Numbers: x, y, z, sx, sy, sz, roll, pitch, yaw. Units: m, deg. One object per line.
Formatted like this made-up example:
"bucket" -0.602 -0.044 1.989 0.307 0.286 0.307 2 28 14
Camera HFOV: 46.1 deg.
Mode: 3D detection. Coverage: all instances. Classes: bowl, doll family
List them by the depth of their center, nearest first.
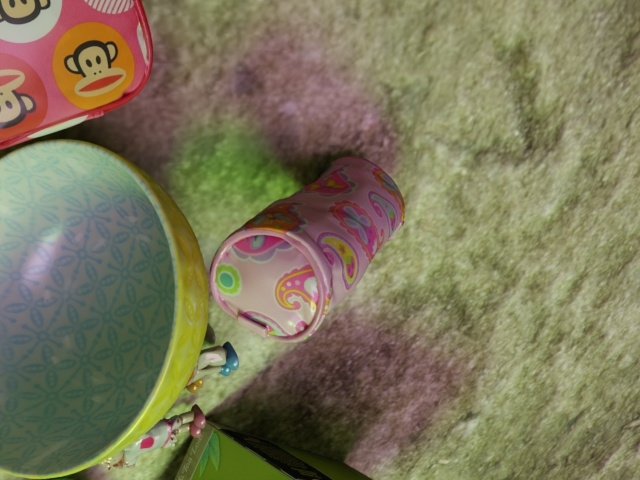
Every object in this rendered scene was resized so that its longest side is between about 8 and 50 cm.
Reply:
"bowl" -0.212 0.063 0.710 0.289 0.289 0.156 -49 159 10
"doll family" -0.216 0.168 0.886 0.163 0.118 0.263 -11 147 -32

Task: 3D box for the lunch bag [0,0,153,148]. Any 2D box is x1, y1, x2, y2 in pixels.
"lunch bag" -0.285 -0.186 0.528 0.293 0.120 0.258 -26 118 -24

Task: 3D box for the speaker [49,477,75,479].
"speaker" -0.319 0.449 1.009 0.131 0.131 0.297 -20 131 -17

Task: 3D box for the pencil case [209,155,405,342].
"pencil case" 0.000 0.000 0.774 0.124 0.124 0.284 -67 170 25

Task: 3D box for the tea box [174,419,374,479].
"tea box" -0.002 0.427 1.013 0.329 0.323 0.220 31 80 -41
